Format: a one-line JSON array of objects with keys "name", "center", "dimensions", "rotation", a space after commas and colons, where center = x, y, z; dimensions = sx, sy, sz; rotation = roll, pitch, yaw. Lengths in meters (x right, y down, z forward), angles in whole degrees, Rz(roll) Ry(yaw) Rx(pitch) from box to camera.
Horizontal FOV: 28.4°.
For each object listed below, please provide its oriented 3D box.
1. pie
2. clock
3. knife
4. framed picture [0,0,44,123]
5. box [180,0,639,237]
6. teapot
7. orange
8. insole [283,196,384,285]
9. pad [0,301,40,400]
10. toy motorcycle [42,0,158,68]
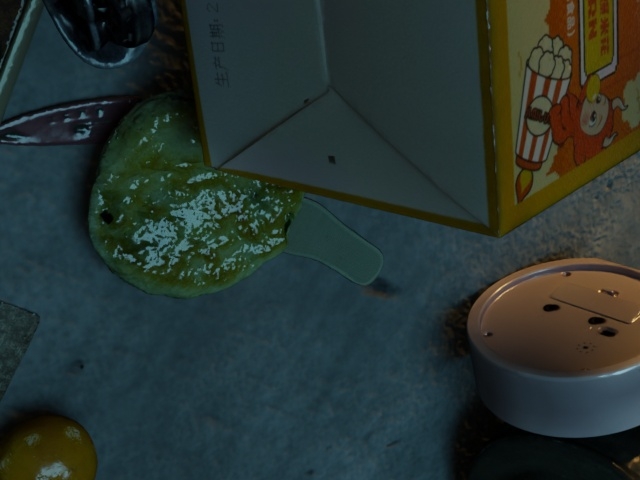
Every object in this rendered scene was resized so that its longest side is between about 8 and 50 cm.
[{"name": "pie", "center": [-0.093, -0.039, 0.981], "dimensions": [0.187, 0.041, 0.186], "rotation": [-13, 122, -22]}, {"name": "clock", "center": [0.235, 0.094, 1.159], "dimensions": [0.197, 0.197, 0.068], "rotation": [-25, 121, -23]}, {"name": "knife", "center": [-0.136, -0.093, 0.960], "dimensions": [0.247, 0.018, 0.035], "rotation": [-8, 115, -29]}, {"name": "framed picture", "center": [-0.292, -0.194, 0.821], "dimensions": [0.250, 0.016, 0.184], "rotation": [19, 97, -36]}, {"name": "box", "center": [0.063, -0.186, 0.824], "dimensions": [0.214, 0.260, 0.283], "rotation": [-32, 124, -41]}, {"name": "teapot", "center": [0.303, 0.199, 1.215], "dimensions": [0.239, 0.240, 0.321], "rotation": [-41, 155, -38]}, {"name": "orange", "center": [-0.212, 0.175, 0.983], "dimensions": [0.083, 0.070, 0.083], "rotation": [-14, 120, -26]}, {"name": "insole", "center": [0.000, 0.000, 1.092], "dimensions": [0.153, 0.002, 0.053], "rotation": [32, 89, -37]}, {"name": "pad", "center": [-0.335, 0.090, 0.912], "dimensions": [0.235, 0.003, 0.158], "rotation": [24, 94, -37]}, {"name": "toy motorcycle", "center": [-0.181, -0.274, 0.731], "dimensions": [0.125, 0.213, 0.358], "rotation": [-24, 115, -19]}]
